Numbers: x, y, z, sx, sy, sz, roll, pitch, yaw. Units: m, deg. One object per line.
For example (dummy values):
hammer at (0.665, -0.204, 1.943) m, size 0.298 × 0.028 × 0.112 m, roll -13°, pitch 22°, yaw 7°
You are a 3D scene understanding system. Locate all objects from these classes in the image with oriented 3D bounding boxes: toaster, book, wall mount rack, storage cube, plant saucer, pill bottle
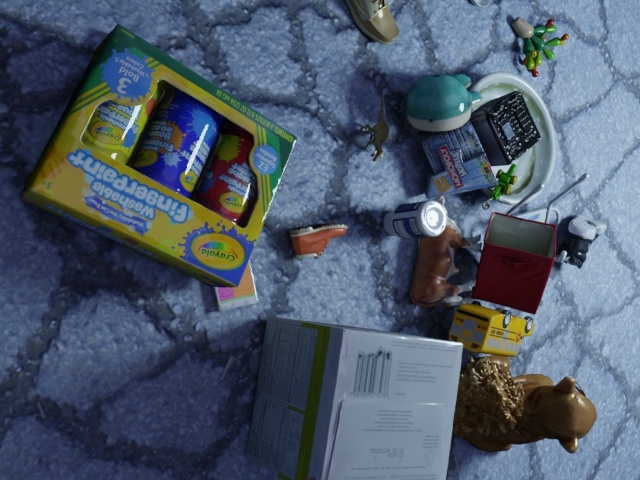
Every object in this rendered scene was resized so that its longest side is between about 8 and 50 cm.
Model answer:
toaster at (0.506, -0.315, 1.792) m, size 0.168 × 0.110 × 0.185 m, roll -38°, pitch 106°, yaw -28°
book at (-0.207, 0.084, 1.487) m, size 0.096 × 0.035 × 0.144 m, roll -11°, pitch 92°, yaw -29°
wall mount rack at (0.663, -0.060, 1.934) m, size 0.350 × 0.130 × 0.304 m, roll -14°, pitch 119°, yaw -31°
storage cube at (0.537, 0.061, 1.783) m, size 0.215 × 0.184 × 0.193 m, roll -58°, pitch 157°, yaw -54°
plant saucer at (0.544, -0.302, 1.937) m, size 0.400 × 0.100 × 0.400 m, roll 2°, pitch 85°, yaw -32°
pill bottle at (0.244, -0.052, 1.693) m, size 0.094 × 0.169 × 0.094 m, roll 2°, pitch 86°, yaw -32°

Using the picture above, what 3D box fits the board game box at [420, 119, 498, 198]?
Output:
board game box at (0.361, -0.205, 1.772) m, size 0.194 × 0.060 × 0.194 m, roll -25°, pitch 107°, yaw 11°

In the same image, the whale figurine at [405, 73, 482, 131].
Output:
whale figurine at (0.335, -0.409, 1.757) m, size 0.272 × 0.216 × 0.141 m, roll -56°, pitch 143°, yaw -44°

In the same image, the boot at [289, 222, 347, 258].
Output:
boot at (0.000, 0.000, 1.609) m, size 0.158 × 0.059 × 0.084 m, roll -12°, pitch 96°, yaw -23°

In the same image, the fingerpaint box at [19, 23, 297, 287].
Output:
fingerpaint box at (-0.316, -0.155, 1.330) m, size 0.445 × 0.163 × 0.371 m, roll 30°, pitch 72°, yaw -27°

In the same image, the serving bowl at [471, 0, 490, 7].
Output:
serving bowl at (0.487, -0.759, 1.978) m, size 0.083 × 0.027 × 0.083 m, roll 3°, pitch 84°, yaw -32°

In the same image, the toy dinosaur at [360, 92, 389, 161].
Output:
toy dinosaur at (0.155, -0.290, 1.701) m, size 0.053 × 0.093 × 0.183 m, roll 9°, pitch 82°, yaw -31°

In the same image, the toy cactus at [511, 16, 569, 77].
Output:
toy cactus at (0.695, -0.648, 2.066) m, size 0.180 × 0.112 × 0.219 m, roll 39°, pitch 76°, yaw -13°

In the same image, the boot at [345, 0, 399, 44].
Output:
boot at (0.159, -0.648, 1.663) m, size 0.095 × 0.203 × 0.262 m, roll -45°, pitch 108°, yaw -25°

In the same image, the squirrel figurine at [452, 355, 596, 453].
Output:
squirrel figurine at (0.510, 0.450, 1.701) m, size 0.397 × 0.370 × 0.281 m, roll 12°, pitch 80°, yaw -30°

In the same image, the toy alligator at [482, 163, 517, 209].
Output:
toy alligator at (0.506, -0.142, 1.818) m, size 0.189 × 0.056 × 0.051 m, roll -51°, pitch 152°, yaw -23°

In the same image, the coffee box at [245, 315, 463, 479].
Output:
coffee box at (0.070, 0.367, 1.458) m, size 0.338 × 0.334 × 0.338 m, roll 12°, pitch 82°, yaw -31°

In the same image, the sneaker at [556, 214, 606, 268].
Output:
sneaker at (0.851, 0.004, 2.108) m, size 0.268 × 0.101 × 0.153 m, roll -12°, pitch 126°, yaw -56°

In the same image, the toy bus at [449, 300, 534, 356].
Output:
toy bus at (0.489, 0.252, 1.801) m, size 0.333 × 0.108 × 0.130 m, roll 18°, pitch 88°, yaw -52°

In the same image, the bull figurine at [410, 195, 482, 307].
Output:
bull figurine at (0.341, 0.037, 1.769) m, size 0.188 × 0.101 × 0.310 m, roll 11°, pitch 88°, yaw 7°

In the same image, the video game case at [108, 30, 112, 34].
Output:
video game case at (-0.419, -0.280, 1.387) m, size 0.204 × 0.025 × 0.285 m, roll 28°, pitch 73°, yaw -27°
